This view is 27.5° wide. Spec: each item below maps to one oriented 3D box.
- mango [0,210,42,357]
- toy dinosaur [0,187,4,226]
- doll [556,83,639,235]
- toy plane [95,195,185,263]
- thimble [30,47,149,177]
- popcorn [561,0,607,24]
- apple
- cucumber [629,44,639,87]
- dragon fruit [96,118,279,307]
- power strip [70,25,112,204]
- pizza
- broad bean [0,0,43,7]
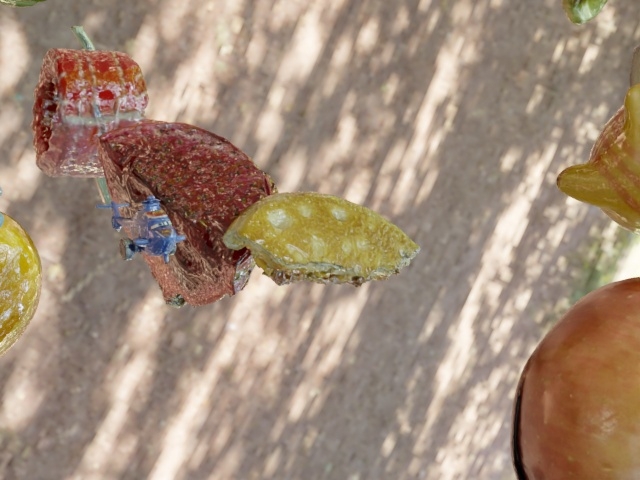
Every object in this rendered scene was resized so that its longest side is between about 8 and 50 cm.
[{"bbox_3d":[-0.291,0.044,0.901,0.187,0.257,0.138,37,40,-55],"label":"mango"},{"bbox_3d":[-0.220,-0.021,0.734,0.197,0.080,0.045,-43,127,-76],"label":"toy dinosaur"},{"bbox_3d":[0.391,-0.072,1.324,0.270,0.162,0.166,-3,130,-43],"label":"doll"},{"bbox_3d":[-0.176,-0.016,1.275,0.054,0.167,0.062,-6,99,-27],"label":"toy plane"},{"bbox_3d":[-0.310,-0.167,1.730,0.189,0.125,0.163,143,-56,-63],"label":"thimble"},{"bbox_3d":[0.314,-0.371,1.556,0.198,0.198,0.212,12,63,-70],"label":"popcorn"},{"bbox_3d":[0.300,0.157,1.146,0.272,0.206,0.251,46,66,-39],"label":"apple"},{"bbox_3d":[0.516,-0.200,1.794,0.191,0.130,0.191,169,-90,-90],"label":"cucumber"},{"bbox_3d":[-0.147,-0.016,1.569,0.134,0.262,0.211,-28,150,-35],"label":"dragon fruit"},{"bbox_3d":[-0.343,-0.196,2.048,0.093,0.053,0.288,-23,111,-14],"label":"power strip"},{"bbox_3d":[-0.001,0.002,1.451,0.246,0.127,0.058,-7,150,-37],"label":"pizza"},{"bbox_3d":[-0.384,-0.318,1.492,0.124,0.174,0.082,-92,-163,-53],"label":"broad bean"}]
